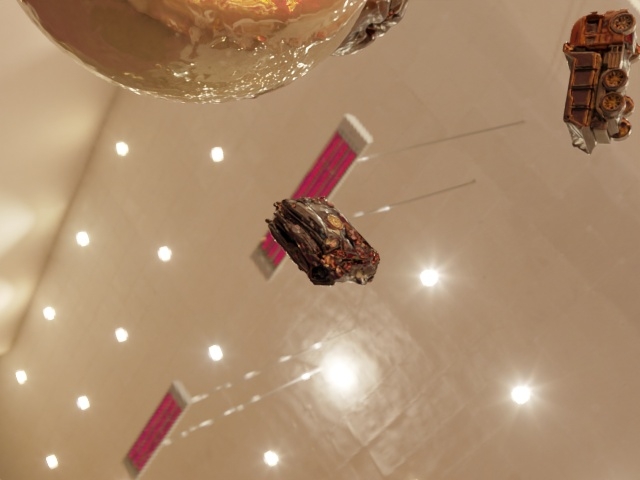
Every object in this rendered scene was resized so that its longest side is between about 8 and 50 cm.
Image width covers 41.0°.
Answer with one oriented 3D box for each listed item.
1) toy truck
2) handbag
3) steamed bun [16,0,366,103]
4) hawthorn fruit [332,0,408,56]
[{"bbox_3d":[0.379,-0.218,1.166,0.092,0.083,0.192,4,-111,29],"label":"toy truck"},{"bbox_3d":[0.000,0.000,1.733,0.260,0.162,0.113,48,-52,39],"label":"handbag"},{"bbox_3d":[-0.099,-0.226,0.597,0.177,0.283,0.283,-18,-91,54],"label":"steamed bun"},{"bbox_3d":[0.009,-0.451,1.367,0.301,0.268,0.268,46,-49,0],"label":"hawthorn fruit"}]
